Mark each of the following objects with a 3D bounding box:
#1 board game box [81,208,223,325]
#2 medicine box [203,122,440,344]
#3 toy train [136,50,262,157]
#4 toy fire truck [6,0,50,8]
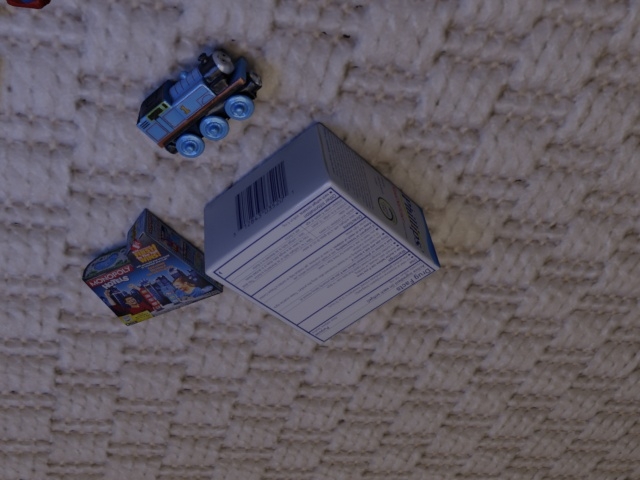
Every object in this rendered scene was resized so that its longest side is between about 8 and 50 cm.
[{"bbox_3d":[-0.295,0.043,1.442,0.194,0.060,0.194,-20,134,10],"label":"board game box"},{"bbox_3d":[0.000,0.000,1.384,0.263,0.149,0.289,-35,131,24],"label":"medicine box"},{"bbox_3d":[-0.172,-0.196,1.208,0.184,0.080,0.105,-33,125,23],"label":"toy train"},{"bbox_3d":[-0.309,-0.377,0.871,0.169,0.254,0.302,3,134,-12],"label":"toy fire truck"}]
